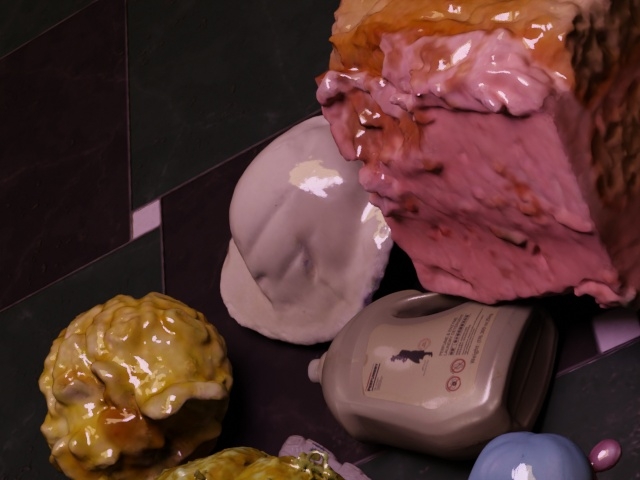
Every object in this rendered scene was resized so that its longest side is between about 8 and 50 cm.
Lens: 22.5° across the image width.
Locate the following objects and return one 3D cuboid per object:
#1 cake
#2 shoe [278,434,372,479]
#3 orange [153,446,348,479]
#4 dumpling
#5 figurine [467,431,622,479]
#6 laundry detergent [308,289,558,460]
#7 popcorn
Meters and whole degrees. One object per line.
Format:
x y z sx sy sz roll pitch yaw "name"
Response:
0.195 -0.121 1.465 0.314 0.306 0.293 10 49 46 "cake"
0.008 0.273 1.505 0.125 0.099 0.227 -47 36 -12 "shoe"
-0.053 0.330 1.381 0.301 0.300 0.223 1 16 31 "orange"
0.005 -0.001 1.706 0.175 0.243 0.226 -10 55 -22 "dumpling"
0.160 0.261 1.179 0.205 0.103 0.260 -6 60 46 "figurine"
0.095 0.123 1.559 0.253 0.091 0.181 -3 54 39 "laundry detergent"
-0.195 0.171 1.694 0.235 0.181 0.217 -50 42 1 "popcorn"
